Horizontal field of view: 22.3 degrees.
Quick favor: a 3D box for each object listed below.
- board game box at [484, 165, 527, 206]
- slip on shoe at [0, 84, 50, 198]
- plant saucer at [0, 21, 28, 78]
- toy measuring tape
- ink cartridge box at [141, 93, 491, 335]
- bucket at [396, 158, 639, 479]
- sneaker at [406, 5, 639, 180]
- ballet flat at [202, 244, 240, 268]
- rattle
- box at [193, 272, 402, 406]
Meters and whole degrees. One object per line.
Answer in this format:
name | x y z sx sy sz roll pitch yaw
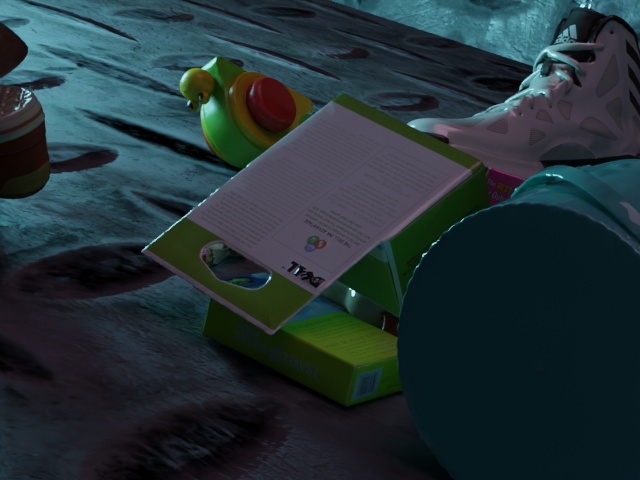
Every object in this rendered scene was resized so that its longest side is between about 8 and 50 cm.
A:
board game box | 0.306 0.000 1.816 0.317 0.064 0.242 20 0 16
slip on shoe | -0.384 -0.103 1.616 0.331 0.101 0.123 12 36 42
plant saucer | -0.449 -0.172 1.622 0.311 0.050 0.310 -10 22 4
toy measuring tape | -0.041 -0.122 2.015 0.330 0.121 0.121 26 7 -35
ink cartridge box | 0.000 0.000 1.447 0.255 0.097 0.189 -39 46 -23
bucket | 0.206 0.076 1.226 0.281 0.281 0.183 24 22 30
sneaker | 0.269 -0.184 2.121 0.447 0.257 0.169 4 0 -43
ballet flat | -0.103 0.001 1.598 0.041 0.041 0.114 20 17 19
rattle | 0.075 0.022 1.519 0.130 0.142 0.199 31 8 -7
box | -0.015 0.082 1.389 0.178 0.042 0.109 24 18 31
